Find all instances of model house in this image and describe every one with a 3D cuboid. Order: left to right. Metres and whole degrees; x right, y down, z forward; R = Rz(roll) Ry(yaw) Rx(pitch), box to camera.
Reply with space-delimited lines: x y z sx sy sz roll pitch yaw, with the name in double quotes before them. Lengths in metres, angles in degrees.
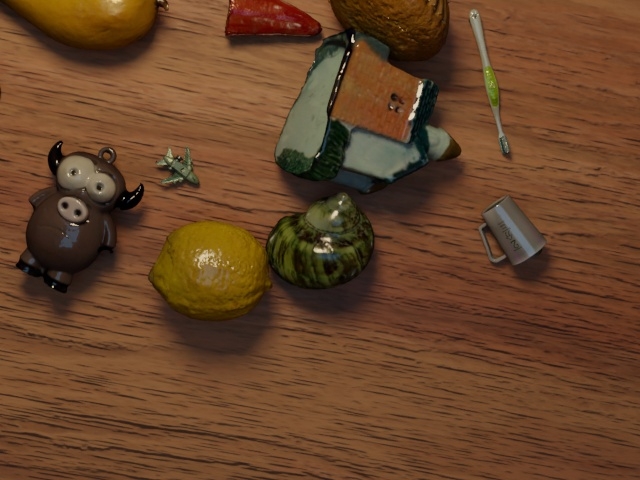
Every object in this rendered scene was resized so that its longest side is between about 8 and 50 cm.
"model house" 0.104 -0.190 1.658 0.291 0.184 0.253 19 89 -19

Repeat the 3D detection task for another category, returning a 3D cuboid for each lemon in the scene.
"lemon" -0.184 0.053 1.649 0.193 0.180 0.181 3 97 21

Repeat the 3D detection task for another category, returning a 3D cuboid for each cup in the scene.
"cup" 0.333 -0.010 1.732 0.104 0.074 0.116 -35 94 30

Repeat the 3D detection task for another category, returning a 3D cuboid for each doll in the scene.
"doll" -0.422 -0.046 1.654 0.182 0.117 0.257 30 96 -1

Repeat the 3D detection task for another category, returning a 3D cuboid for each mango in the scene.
"mango" -0.408 -0.414 1.619 0.316 0.119 0.176 15 98 4

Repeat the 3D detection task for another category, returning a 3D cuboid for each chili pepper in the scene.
"chili pepper" -0.079 -0.381 1.666 0.169 0.065 0.088 9 97 -8

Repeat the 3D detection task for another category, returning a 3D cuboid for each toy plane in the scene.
"toy plane" -0.246 -0.126 1.696 0.083 0.033 0.080 37 79 -7

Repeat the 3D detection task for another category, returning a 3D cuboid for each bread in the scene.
"bread" 0.117 -0.398 1.592 0.240 0.240 0.139 37 83 -6

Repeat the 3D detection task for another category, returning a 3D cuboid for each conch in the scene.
"conch" 0.000 0.000 1.681 0.187 0.124 0.181 17 92 3

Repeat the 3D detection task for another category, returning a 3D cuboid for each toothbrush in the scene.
"toothbrush" 0.301 -0.282 1.717 0.022 0.026 0.263 -15 94 -2
